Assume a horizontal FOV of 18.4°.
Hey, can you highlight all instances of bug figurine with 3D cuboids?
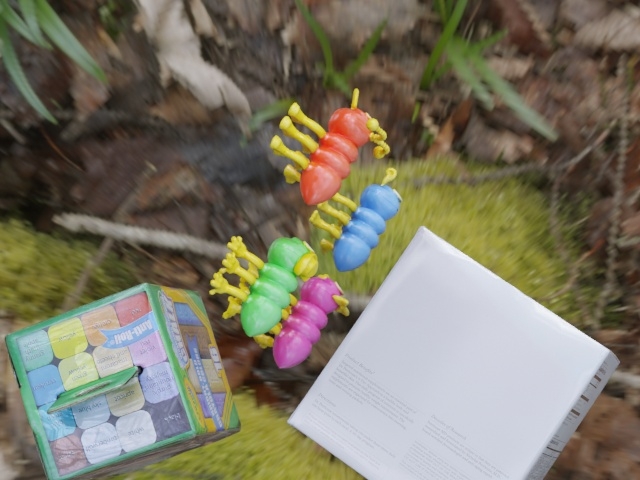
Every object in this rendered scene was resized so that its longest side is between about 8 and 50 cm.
[{"bbox_3d":[0.000,0.000,1.664,0.072,0.279,0.216,27,79,16],"label":"bug figurine"}]

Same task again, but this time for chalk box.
[{"bbox_3d":[-0.165,0.116,1.609,0.132,0.213,0.132,-19,82,8],"label":"chalk box"}]

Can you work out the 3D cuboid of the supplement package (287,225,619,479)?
[{"bbox_3d":[0.119,0.130,1.691,0.194,0.149,0.203,34,91,15],"label":"supplement package"}]
